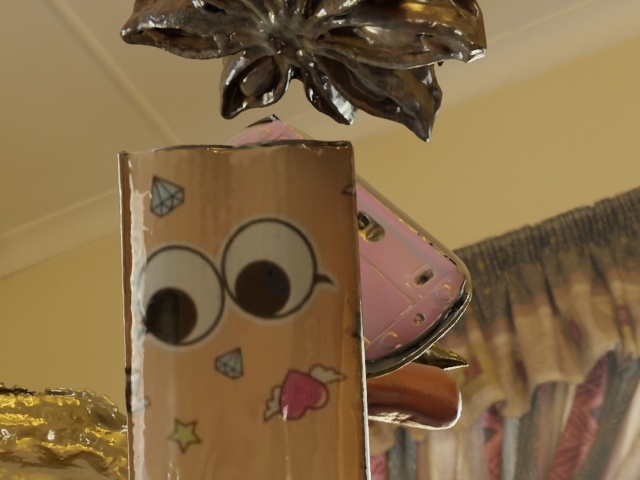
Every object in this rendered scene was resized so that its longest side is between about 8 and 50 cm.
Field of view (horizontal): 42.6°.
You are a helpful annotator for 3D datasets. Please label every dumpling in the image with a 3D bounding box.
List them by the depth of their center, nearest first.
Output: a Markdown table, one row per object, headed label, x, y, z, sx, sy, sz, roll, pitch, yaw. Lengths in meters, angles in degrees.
| label | x | y | z | sx | sy | sz | roll | pitch | yaw |
| --- | --- | --- | --- | --- | --- | --- | --- | --- | --- |
| dumpling | -0.239 | 0.208 | 0.715 | 0.332 | 0.166 | 0.086 | 20 | -65 | 0 |

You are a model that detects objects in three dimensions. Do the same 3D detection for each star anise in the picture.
| label | x | y | z | sx | sy | sz | roll | pitch | yaw |
| --- | --- | --- | --- | --- | --- | --- | --- | --- | --- |
| star anise | -0.011 | -0.160 | 0.527 | 0.223 | 0.109 | 0.236 | 14 | -25 | -5 |

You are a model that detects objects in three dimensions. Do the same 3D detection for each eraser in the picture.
| label | x | y | z | sx | sy | sz | roll | pitch | yaw |
| --- | --- | --- | --- | --- | --- | --- | --- | --- | --- |
| eraser | -0.052 | 0.077 | 0.594 | 0.171 | 0.290 | 0.087 | -2 | -1 | 5 |

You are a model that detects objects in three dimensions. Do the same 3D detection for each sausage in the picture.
| label | x | y | z | sx | sy | sz | roll | pitch | yaw |
| --- | --- | --- | --- | --- | --- | --- | --- | --- | --- |
| sausage | 0.085 | 0.174 | 0.949 | 0.194 | 0.077 | 0.077 | 15 | -44 | -30 |

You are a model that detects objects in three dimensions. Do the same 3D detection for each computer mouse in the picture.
| label | x | y | z | sx | sy | sz | roll | pitch | yaw |
| --- | --- | --- | --- | --- | --- | --- | --- | --- | --- |
| computer mouse | 0.000 | 0.000 | 0.770 | 0.158 | 0.310 | 0.072 | -39 | -32 | -13 |

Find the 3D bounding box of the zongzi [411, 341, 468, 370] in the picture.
| label | x | y | z | sx | sy | sz | roll | pitch | yaw |
| --- | --- | --- | --- | --- | --- | --- | --- | --- | --- |
| zongzi | 0.045 | 0.102 | 1.122 | 0.241 | 0.111 | 0.248 | -16 | -56 | 40 |
